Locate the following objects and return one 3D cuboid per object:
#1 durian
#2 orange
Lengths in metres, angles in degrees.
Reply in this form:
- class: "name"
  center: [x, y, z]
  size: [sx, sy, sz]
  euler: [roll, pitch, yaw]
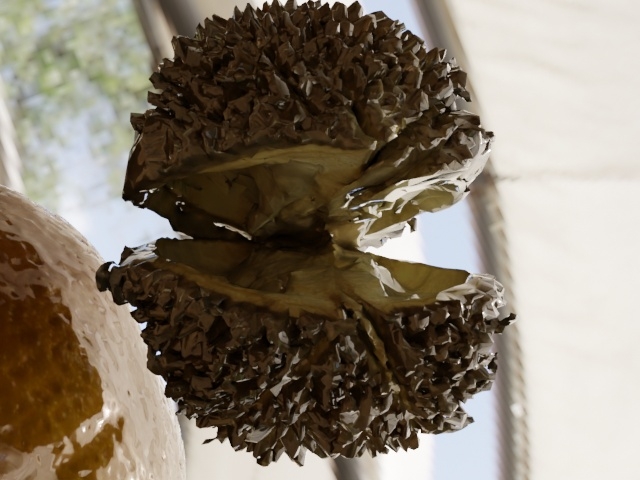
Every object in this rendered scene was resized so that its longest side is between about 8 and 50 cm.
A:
- class: "durian"
  center: [0.000, 0.000, 0.804]
  size: [0.167, 0.196, 0.196]
  euler: [14, -45, 3]
- class: "orange"
  center: [-0.179, 0.096, 0.889]
  size: [0.264, 0.264, 0.264]
  euler: [37, -40, 40]
